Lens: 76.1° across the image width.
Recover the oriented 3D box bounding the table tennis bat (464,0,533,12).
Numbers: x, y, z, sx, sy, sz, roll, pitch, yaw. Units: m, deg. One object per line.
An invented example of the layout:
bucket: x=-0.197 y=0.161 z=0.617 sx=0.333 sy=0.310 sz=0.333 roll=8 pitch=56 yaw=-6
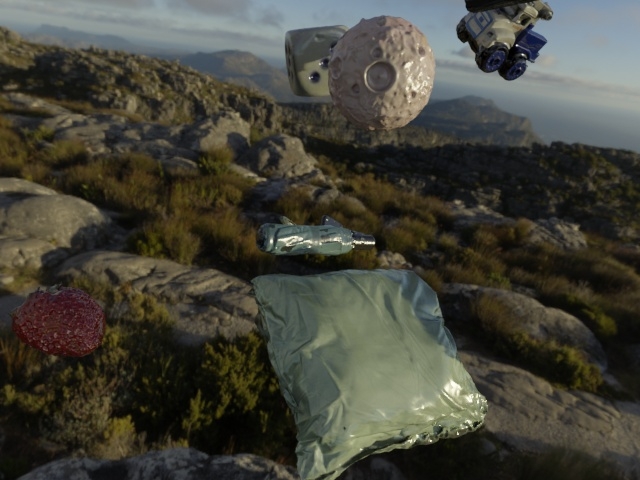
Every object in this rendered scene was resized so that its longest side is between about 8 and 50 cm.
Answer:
table tennis bat: x=0.256 y=-0.255 z=0.396 sx=0.150 sy=0.027 sz=0.236 roll=-14 pitch=22 yaw=-41

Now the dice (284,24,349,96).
dice: x=-0.005 y=-0.560 z=1.277 sx=0.193 sy=0.191 sz=0.194 roll=-8 pitch=27 yaw=-8

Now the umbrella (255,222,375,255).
umbrella: x=0.001 y=0.001 z=0.735 sx=0.250 sy=0.052 sz=0.053 roll=3 pitch=34 yaw=-35

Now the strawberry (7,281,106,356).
strawberry: x=-0.464 y=0.150 z=0.740 sx=0.148 sy=0.131 sz=0.131 roll=47 pitch=25 yaw=-8

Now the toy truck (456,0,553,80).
toy truck: x=0.467 y=-0.521 z=1.015 sx=0.213 sy=0.177 sz=0.161 roll=1 pitch=59 yaw=-34

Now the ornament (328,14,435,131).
ornament: x=0.143 y=-0.390 z=0.965 sx=0.259 sy=0.259 sz=0.225 roll=11 pitch=26 yaw=5

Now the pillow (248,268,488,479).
pillow: x=0.071 y=0.167 z=0.587 sx=0.310 sy=0.138 sz=0.283 roll=0 pitch=50 yaw=-24

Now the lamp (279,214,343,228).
lamp: x=-0.014 y=-0.004 z=1.532 sx=0.203 sy=0.124 sz=0.283 roll=27 pitch=-17 yaw=-40
